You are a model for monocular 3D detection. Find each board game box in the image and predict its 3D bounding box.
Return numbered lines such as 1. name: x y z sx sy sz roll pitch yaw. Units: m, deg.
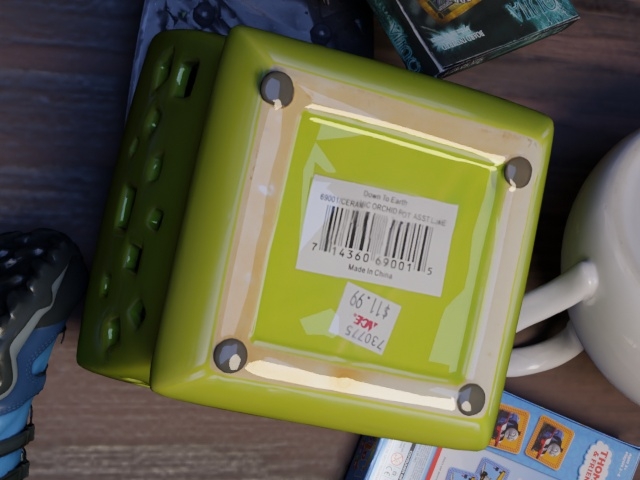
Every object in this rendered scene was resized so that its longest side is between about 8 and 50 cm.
1. board game box: 0.124 0.192 0.892 0.211 0.039 0.160 24 84 -17
2. board game box: 0.095 -0.182 0.820 0.186 0.026 0.126 -26 85 -45

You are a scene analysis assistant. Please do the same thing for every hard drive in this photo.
1. hard drive: -0.054 -0.052 0.816 0.172 0.054 0.255 5 89 -19

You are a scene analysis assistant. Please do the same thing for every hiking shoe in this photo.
1. hiking shoe: -0.233 0.134 0.751 0.304 0.113 0.132 -59 137 -15

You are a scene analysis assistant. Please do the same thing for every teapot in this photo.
1. teapot: 0.277 0.043 0.873 0.256 0.187 0.252 32 59 10

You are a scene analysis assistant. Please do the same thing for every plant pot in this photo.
1. plant pot: 0.000 0.000 0.698 0.228 0.207 0.227 14 87 -18

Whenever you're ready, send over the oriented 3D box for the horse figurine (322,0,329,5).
1. horse figurine: -0.055 -0.300 0.778 0.174 0.066 0.263 9 79 -13
